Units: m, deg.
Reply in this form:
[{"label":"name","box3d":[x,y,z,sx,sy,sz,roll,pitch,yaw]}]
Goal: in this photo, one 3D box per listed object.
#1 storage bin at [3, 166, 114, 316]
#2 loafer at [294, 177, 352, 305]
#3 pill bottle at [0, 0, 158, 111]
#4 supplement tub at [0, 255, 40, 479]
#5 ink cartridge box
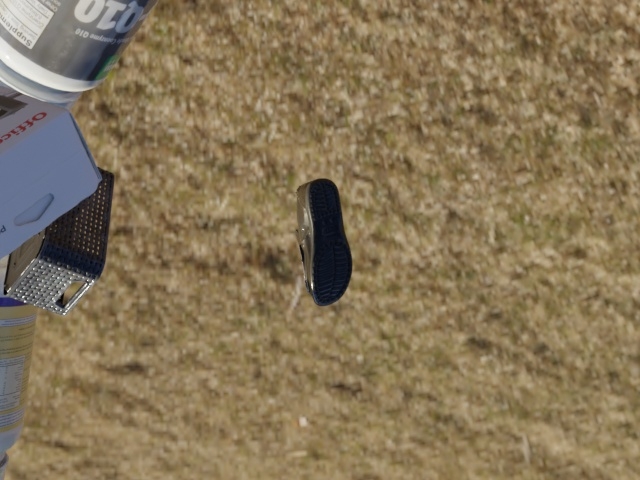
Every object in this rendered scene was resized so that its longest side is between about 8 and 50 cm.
[{"label":"storage bin","box3d":[-0.333,-0.010,1.494,0.084,0.180,0.122,23,134,-28]},{"label":"loafer","box3d":[0.000,0.000,1.956,0.080,0.078,0.220,-9,105,-29]},{"label":"pill bottle","box3d":[-0.339,-0.336,1.593,0.204,0.204,0.361,25,123,-27]},{"label":"supplement tub","box3d":[-0.550,0.185,1.724,0.241,0.241,0.331,7,95,-14]},{"label":"ink cartridge box","box3d":[-0.215,-0.047,0.708,0.099,0.135,0.056,-41,133,-30]}]
